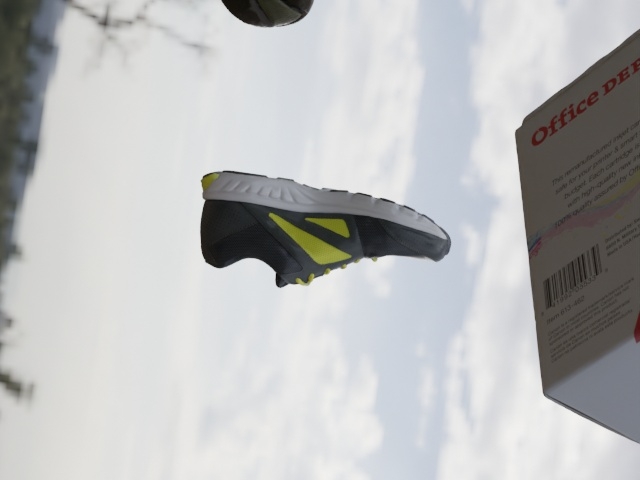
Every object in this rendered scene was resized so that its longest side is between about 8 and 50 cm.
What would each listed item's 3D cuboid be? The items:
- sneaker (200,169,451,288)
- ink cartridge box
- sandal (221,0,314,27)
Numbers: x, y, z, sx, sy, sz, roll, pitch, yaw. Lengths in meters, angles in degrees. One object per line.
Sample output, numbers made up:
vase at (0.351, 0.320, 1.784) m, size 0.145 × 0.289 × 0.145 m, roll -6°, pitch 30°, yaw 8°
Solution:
sneaker at (0.000, 0.000, 0.640) m, size 0.031 × 0.083 × 0.035 m, roll -143°, pitch -116°, yaw -88°
ink cartridge box at (0.169, -0.010, 0.968) m, size 0.127 × 0.072 × 0.175 m, roll -38°, pitch -142°, yaw 36°
sandal at (-0.045, -0.237, 1.267) m, size 0.060 × 0.090 × 0.219 m, roll -72°, pitch 152°, yaw -45°
